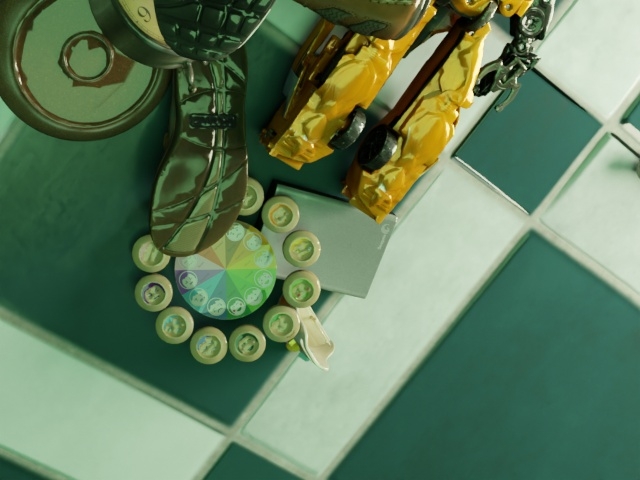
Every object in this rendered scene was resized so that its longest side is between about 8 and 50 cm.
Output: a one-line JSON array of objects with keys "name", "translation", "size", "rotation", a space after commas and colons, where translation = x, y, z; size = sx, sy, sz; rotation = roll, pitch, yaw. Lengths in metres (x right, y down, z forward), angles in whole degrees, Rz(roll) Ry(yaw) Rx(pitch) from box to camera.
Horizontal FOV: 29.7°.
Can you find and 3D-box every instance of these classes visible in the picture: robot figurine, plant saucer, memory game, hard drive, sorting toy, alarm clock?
[{"name": "robot figurine", "translation": [0.081, -0.172, 1.123], "size": [0.211, 0.085, 0.291], "rotation": [32, 100, -27]}, {"name": "plant saucer", "translation": [-0.207, -0.164, 1.064], "size": [0.168, 0.029, 0.168], "rotation": [-7, 115, -15]}, {"name": "memory game", "translation": [-0.089, 0.028, 1.159], "size": [0.186, 0.012, 0.186], "rotation": [0, 98, -3]}, {"name": "hard drive", "translation": [0.000, 0.000, 1.205], "size": [0.135, 0.022, 0.094], "rotation": [14, 107, -23]}, {"name": "sorting toy", "translation": [-0.015, 0.097, 1.212], "size": [0.045, 0.075, 0.083], "rotation": [-31, 118, -3]}, {"name": "alarm clock", "translation": [-0.145, -0.226, 1.019], "size": [0.192, 0.064, 0.129], "rotation": [49, 60, -19]}]

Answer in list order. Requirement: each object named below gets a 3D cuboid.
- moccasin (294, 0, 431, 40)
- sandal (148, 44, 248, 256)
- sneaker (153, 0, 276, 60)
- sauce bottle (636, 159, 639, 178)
[{"name": "moccasin", "translation": [0.070, -0.358, 0.991], "size": [0.147, 0.139, 0.380], "rotation": [22, 92, -10]}, {"name": "sandal", "translation": [-0.115, -0.094, 1.112], "size": [0.090, 0.060, 0.219], "rotation": [0, 97, -21]}, {"name": "sneaker", "translation": [-0.063, -0.284, 0.986], "size": [0.107, 0.124, 0.283], "rotation": [13, 97, -2]}, {"name": "sauce bottle", "translation": [0.400, -0.073, 1.295], "size": [0.128, 0.042, 0.042], "rotation": [6, 110, -19]}]
